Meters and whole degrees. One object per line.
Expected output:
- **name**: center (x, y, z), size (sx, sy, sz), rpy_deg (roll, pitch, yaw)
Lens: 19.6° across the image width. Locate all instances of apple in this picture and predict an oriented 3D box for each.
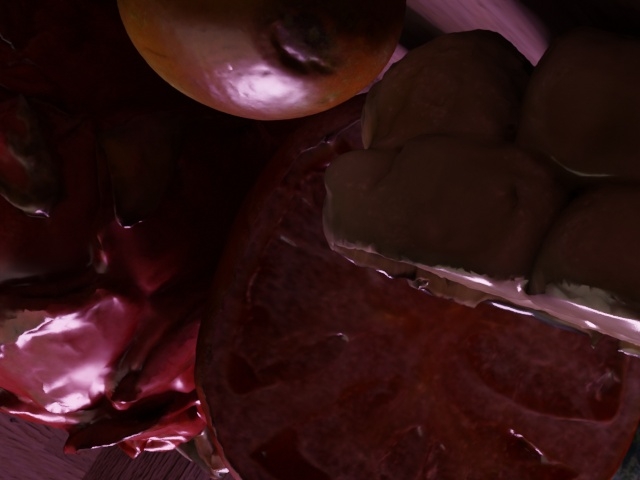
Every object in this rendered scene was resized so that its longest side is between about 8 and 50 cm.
- **apple**: center (-0.025, -0.099, 0.729), size (0.114, 0.099, 0.102), rpy_deg (33, 173, 33)

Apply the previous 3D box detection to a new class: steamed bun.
- **steamed bun**: center (0.109, -0.014, 0.690), size (0.192, 0.106, 0.177), rpy_deg (16, 176, 38)

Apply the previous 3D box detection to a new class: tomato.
- **tomato**: center (0.050, 0.035, 0.911), size (0.237, 0.236, 0.095), rpy_deg (34, -169, -13)

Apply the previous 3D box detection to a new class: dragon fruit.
- **dragon fruit**: center (-0.123, -0.025, 1.036), size (0.342, 0.277, 0.277), rpy_deg (63, 165, -17)

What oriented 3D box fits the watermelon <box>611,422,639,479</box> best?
- **watermelon**: center (0.154, 0.099, 1.054), size (0.176, 0.260, 0.256), rpy_deg (21, -165, -19)
